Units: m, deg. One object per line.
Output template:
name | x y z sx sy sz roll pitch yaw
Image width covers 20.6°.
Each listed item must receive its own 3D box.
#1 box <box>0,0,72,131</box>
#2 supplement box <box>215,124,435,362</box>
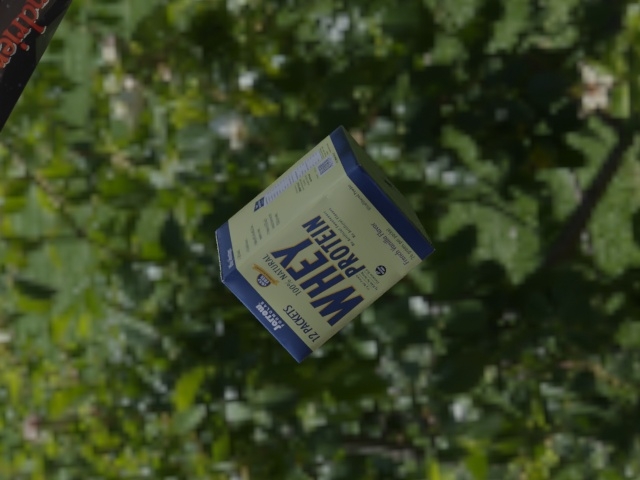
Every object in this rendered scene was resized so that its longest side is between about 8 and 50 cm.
box | -0.194 -0.109 0.797 0.159 0.044 0.233 23 83 35
supplement box | 0.000 0.000 0.837 0.056 0.083 0.083 48 -173 -16
